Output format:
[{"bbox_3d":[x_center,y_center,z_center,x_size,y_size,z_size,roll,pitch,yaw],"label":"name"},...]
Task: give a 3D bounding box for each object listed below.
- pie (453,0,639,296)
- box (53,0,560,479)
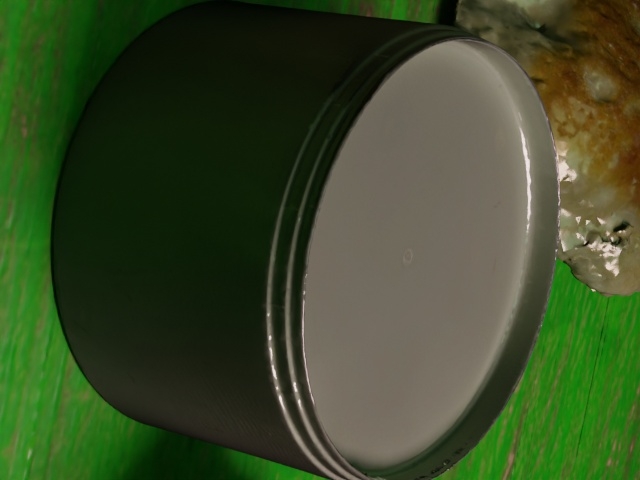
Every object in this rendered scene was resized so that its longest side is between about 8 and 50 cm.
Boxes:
[{"bbox_3d":[0.182,-0.105,1.226,0.274,0.105,0.257,-31,108,-48],"label":"pie"},{"bbox_3d":[0.000,0.000,0.957,0.226,0.149,0.226,-20,115,-50],"label":"box"}]
